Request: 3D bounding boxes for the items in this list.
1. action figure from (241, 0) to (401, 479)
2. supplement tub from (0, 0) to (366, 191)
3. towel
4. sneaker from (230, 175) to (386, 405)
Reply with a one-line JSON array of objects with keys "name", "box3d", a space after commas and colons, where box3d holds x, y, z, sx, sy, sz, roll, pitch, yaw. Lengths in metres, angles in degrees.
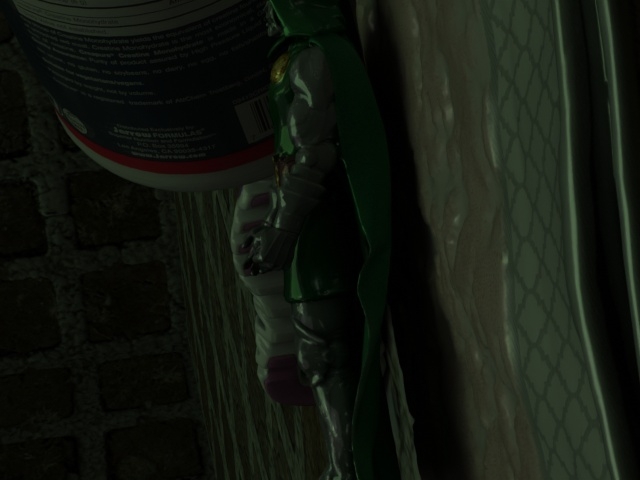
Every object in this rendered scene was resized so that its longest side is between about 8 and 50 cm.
[{"name": "action figure", "box3d": [0.000, 0.000, 0.652, 0.137, 0.063, 0.232, 178, 88, -85]}, {"name": "supplement tub", "box3d": [-0.079, -0.168, 0.780, 0.272, 0.191, 0.191, 71, -175, -56]}, {"name": "towel", "box3d": [0.067, -0.010, 0.559, 0.317, 0.053, 0.332, 149, 115, -82]}, {"name": "sneaker", "box3d": [-0.007, -0.003, 0.972, 0.236, 0.095, 0.104, 90, 177, -48]}]
